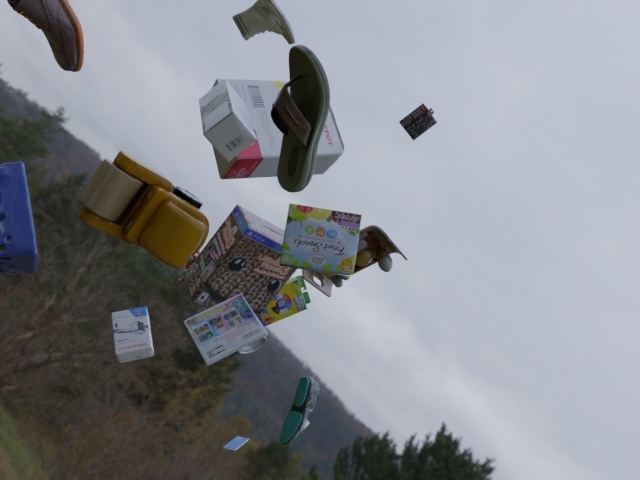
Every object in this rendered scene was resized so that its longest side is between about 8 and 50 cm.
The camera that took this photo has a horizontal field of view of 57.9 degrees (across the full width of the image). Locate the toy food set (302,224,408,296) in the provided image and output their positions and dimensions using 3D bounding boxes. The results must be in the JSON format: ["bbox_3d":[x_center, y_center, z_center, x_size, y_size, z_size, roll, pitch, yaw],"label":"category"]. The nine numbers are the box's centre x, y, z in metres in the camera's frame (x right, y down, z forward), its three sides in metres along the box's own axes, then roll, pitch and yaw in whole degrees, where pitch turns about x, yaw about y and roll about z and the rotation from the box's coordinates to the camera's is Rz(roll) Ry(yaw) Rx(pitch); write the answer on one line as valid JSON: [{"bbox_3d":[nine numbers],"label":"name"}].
[{"bbox_3d":[0.114,0.081,1.887,0.220,0.306,0.092,41,25,-55],"label":"toy food set"}]

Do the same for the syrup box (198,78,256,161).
[{"bbox_3d":[-0.235,-0.305,1.447,0.096,0.093,0.237,49,12,-34],"label":"syrup box"}]

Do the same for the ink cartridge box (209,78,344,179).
[{"bbox_3d":[-0.150,-0.357,1.870,0.160,0.385,0.279,-40,-118,55],"label":"ink cartridge box"}]

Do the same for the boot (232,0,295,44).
[{"bbox_3d":[-0.202,-0.772,2.111,0.213,0.165,0.077,47,22,-46],"label":"boot"}]

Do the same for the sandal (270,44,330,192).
[{"bbox_3d":[-0.054,-0.239,1.177,0.120,0.086,0.302,31,-60,46],"label":"sandal"}]

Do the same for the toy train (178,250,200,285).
[{"bbox_3d":[-0.387,0.100,1.862,0.046,0.125,0.166,38,4,21],"label":"toy train"}]

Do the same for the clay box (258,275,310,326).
[{"bbox_3d":[-0.146,0.228,2.199,0.053,0.222,0.127,-152,-137,-68],"label":"clay box"}]

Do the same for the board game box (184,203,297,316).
[{"bbox_3d":[-0.232,0.079,1.770,0.232,0.291,0.141,28,17,-36],"label":"board game box"}]

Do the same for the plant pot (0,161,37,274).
[{"bbox_3d":[-0.811,-0.039,1.394,0.236,0.212,0.235,-29,-109,60],"label":"plant pot"}]

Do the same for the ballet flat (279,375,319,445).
[{"bbox_3d":[-0.048,0.461,1.551,0.070,0.188,0.070,21,-17,7],"label":"ballet flat"}]

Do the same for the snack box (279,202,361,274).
[{"bbox_3d":[0.000,0.000,1.621,0.207,0.174,0.070,10,-8,-1],"label":"snack box"}]

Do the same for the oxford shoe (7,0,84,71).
[{"bbox_3d":[-0.684,-0.565,1.402,0.130,0.133,0.363,29,-37,28],"label":"oxford shoe"}]

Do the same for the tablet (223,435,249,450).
[{"bbox_3d":[-0.292,0.705,2.009,0.054,0.083,0.006,1,-80,28],"label":"tablet"}]

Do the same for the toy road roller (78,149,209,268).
[{"bbox_3d":[-0.442,-0.062,1.526,0.330,0.202,0.240,32,4,-40],"label":"toy road roller"}]

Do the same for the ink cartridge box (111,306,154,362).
[{"bbox_3d":[-0.751,0.375,2.316,0.082,0.140,0.190,99,-24,-53],"label":"ink cartridge box"}]

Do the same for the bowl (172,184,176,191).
[{"bbox_3d":[-0.568,-0.154,2.225,0.170,0.080,0.170,41,-10,9],"label":"bowl"}]

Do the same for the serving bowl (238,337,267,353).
[{"bbox_3d":[-0.191,0.278,1.591,0.083,0.083,0.027,79,-15,-59],"label":"serving bowl"}]

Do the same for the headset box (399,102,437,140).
[{"bbox_3d":[0.248,-0.299,1.451,0.062,0.083,0.032,33,24,-52],"label":"headset box"}]

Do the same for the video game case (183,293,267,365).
[{"bbox_3d":[-0.228,0.209,1.381,0.143,0.157,0.019,49,-24,39],"label":"video game case"}]
